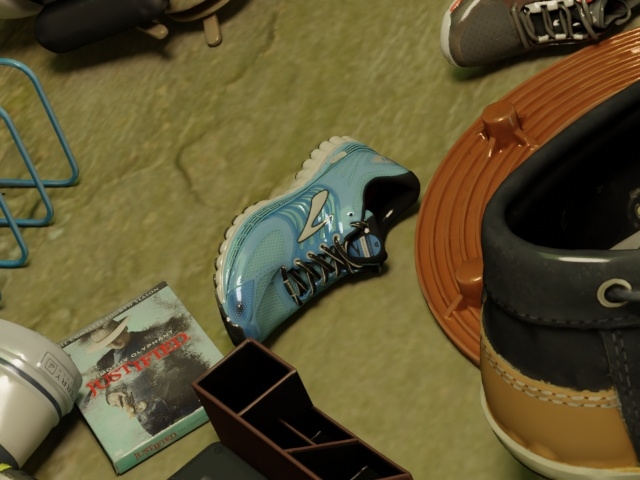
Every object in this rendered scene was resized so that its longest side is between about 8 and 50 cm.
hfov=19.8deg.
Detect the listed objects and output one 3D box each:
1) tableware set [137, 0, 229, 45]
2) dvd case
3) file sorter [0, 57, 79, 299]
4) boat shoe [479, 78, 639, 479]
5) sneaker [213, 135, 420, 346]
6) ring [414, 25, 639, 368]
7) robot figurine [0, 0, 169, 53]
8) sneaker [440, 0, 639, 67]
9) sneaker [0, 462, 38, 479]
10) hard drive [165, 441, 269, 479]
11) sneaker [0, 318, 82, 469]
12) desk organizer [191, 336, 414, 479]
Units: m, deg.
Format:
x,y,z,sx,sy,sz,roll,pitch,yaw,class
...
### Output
x,y,z,sx,sy,sz,roll,pitch,yaw,class
-0.110,-0.205,1.383,0.128,0.039,0.194,-46,36,-10,tableware set
-0.103,0.077,1.062,0.087,0.013,0.119,-31,38,-10,dvd case
-0.244,-0.025,1.170,0.104,0.118,0.170,2,44,25,file sorter
0.275,-0.070,0.886,0.500,0.156,0.187,-34,37,-16,boat shoe
0.000,0.000,1.063,0.073,0.063,0.162,16,52,35,sneaker
0.212,-0.035,1.023,0.336,0.032,0.336,-15,38,12,ring
-0.175,-0.267,1.322,0.278,0.173,0.209,-19,41,24,robot figurine
0.151,-0.150,1.162,0.158,0.061,0.065,-27,34,-5,sneaker
-0.108,0.225,0.788,0.147,0.145,0.385,-41,37,-12,sneaker
-0.046,0.164,0.923,0.094,0.022,0.135,-38,40,-19,hard drive
-0.262,0.081,1.072,0.258,0.094,0.091,6,50,35,sneaker
-0.009,0.104,0.952,0.047,0.050,0.130,-38,40,-19,desk organizer
